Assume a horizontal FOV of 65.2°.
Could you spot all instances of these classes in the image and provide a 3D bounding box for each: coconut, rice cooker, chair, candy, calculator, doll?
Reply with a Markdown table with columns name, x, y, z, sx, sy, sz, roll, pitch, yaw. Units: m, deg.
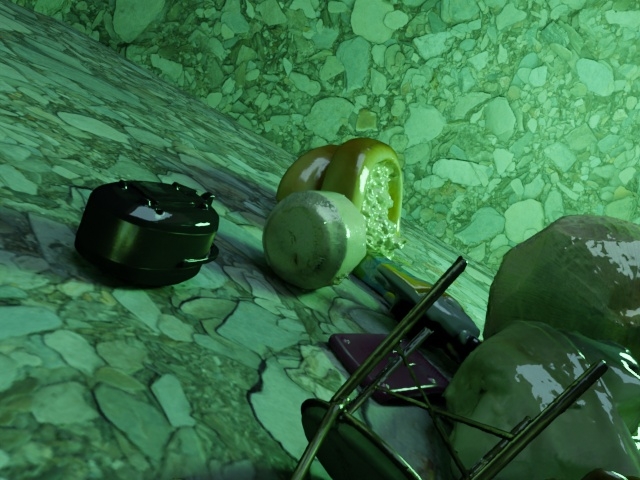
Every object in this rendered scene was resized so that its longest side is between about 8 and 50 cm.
| name | x | y | z | sx | sy | sz | roll | pitch | yaw |
| --- | --- | --- | --- | --- | --- | --- | --- | --- | --- |
| coconut | 0.499 | 0.146 | 0.915 | 0.405 | 0.404 | 0.404 | 29 | 13 | -7 |
| rice cooker | -0.188 | -0.011 | 0.567 | 0.112 | 0.106 | 0.165 | 32 | 23 | 26 |
| chair | 0.039 | 0.163 | 0.353 | 0.326 | 0.170 | 0.160 | -37 | 64 | -29 |
| candy | 0.170 | 0.098 | 1.055 | 0.195 | 0.062 | 0.097 | 36 | 14 | 27 |
| calculator | 0.106 | 0.173 | 0.688 | 0.191 | 0.034 | 0.126 | 17 | 20 | -44 |
| doll | 0.212 | 0.151 | 0.864 | 0.316 | 0.103 | 0.146 | 44 | 13 | 28 |
| coconut | 0.000 | 0.000 | 0.832 | 0.171 | 0.170 | 0.183 | 36 | 16 | 23 |

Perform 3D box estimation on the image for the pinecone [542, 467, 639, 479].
| name | x | y | z | sx | sy | sz | roll | pitch | yaw |
| --- | --- | --- | --- | --- | --- | --- | --- | --- | --- |
| pinecone | 0.206 | 0.250 | 0.296 | 0.212 | 0.185 | 0.169 | 46 | -18 | -22 |

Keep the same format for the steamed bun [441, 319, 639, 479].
| name | x | y | z | sx | sy | sz | roll | pitch | yaw |
| --- | --- | --- | --- | --- | --- | --- | --- | --- | --- |
| steamed bun | 0.292 | 0.212 | 0.565 | 0.280 | 0.207 | 0.268 | 37 | 14 | 20 |

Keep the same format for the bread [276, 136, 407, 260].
| name | x | y | z | sx | sy | sz | roll | pitch | yaw |
| --- | --- | --- | --- | --- | --- | --- | --- | --- | --- |
| bread | 0.078 | -0.077 | 1.252 | 0.246 | 0.328 | 0.424 | -9 | -3 | 23 |
